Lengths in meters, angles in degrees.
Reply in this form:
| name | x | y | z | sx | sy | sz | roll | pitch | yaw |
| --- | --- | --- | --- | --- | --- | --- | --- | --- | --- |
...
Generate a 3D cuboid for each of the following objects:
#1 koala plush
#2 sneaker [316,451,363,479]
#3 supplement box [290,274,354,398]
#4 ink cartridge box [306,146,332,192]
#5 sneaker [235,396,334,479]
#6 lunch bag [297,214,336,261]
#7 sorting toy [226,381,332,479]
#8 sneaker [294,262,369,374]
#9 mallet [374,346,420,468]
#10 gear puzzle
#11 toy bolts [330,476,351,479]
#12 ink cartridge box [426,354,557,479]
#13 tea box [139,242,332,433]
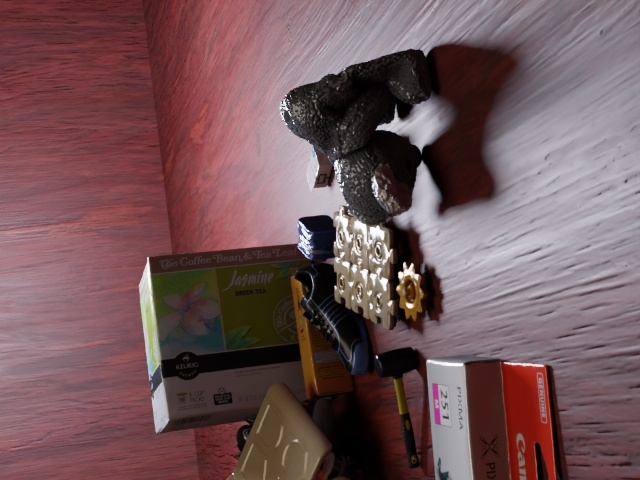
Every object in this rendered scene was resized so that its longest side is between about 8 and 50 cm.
| name | x | y | z | sx | sy | sz | roll | pitch | yaw |
| --- | --- | --- | --- | --- | --- | --- | --- | --- | --- |
| koala plush | 0.063 | -0.128 | 1.481 | 0.196 | 0.203 | 0.221 | 163 | 90 | -74 |
| sneaker | 0.040 | 0.428 | 1.907 | 0.178 | 0.077 | 0.072 | 67 | -143 | -73 |
| supplement box | 0.001 | 0.171 | 1.937 | 0.078 | 0.080 | 0.233 | 140 | 122 | -69 |
| ink cartridge box | -0.003 | -0.131 | 1.935 | 0.083 | 0.028 | 0.048 | 108 | 152 | -52 |
| sneaker | -0.075 | 0.380 | 1.976 | 0.321 | 0.180 | 0.124 | 95 | -169 | -54 |
| lunch bag | 0.000 | 0.000 | 1.901 | 0.098 | 0.067 | 0.065 | -132 | 39 | -61 |
| sorting toy | -0.050 | 0.418 | 1.806 | 0.307 | 0.041 | 0.229 | 45 | 114 | 51 |
| sneaker | 0.018 | 0.140 | 1.844 | 0.081 | 0.090 | 0.232 | 105 | 155 | -49 |
| mallet | 0.136 | 0.253 | 1.601 | 0.039 | 0.062 | 0.190 | -160 | 51 | -73 |
| gear puzzle | 0.098 | 0.045 | 1.647 | 0.339 | 0.044 | 0.175 | -157 | 65 | -68 |
| toy bolts | 0.011 | 0.507 | 1.796 | 0.158 | 0.218 | 0.228 | 65 | 149 | 19 |
| ink cartridge box | 0.210 | 0.284 | 1.293 | 0.239 | 0.060 | 0.275 | 164 | 102 | -74 |
| tea box | -0.177 | 0.195 | 2.097 | 0.220 | 0.329 | 0.323 | 129 | 133 | -67 |
